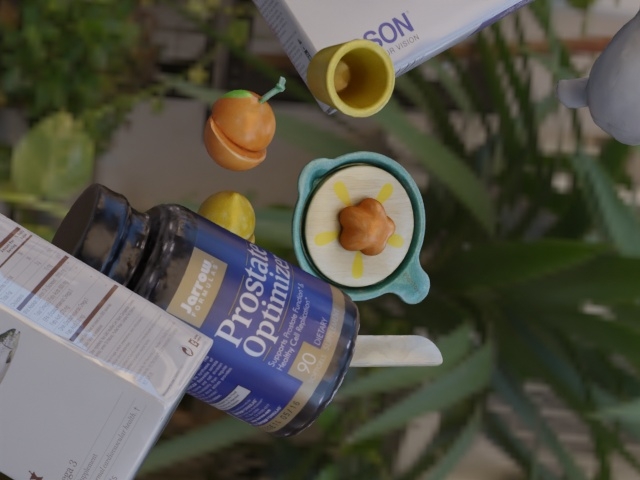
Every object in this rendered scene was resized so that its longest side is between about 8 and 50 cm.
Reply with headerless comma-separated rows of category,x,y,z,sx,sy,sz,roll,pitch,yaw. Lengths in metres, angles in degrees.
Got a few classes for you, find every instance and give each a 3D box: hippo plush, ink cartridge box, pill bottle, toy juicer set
hippo plush,0.345,-0.178,1.673,0.294,0.234,0.237,25,86,-52
ink cartridge box,0.052,-0.344,2.033,0.330,0.324,0.071,58,-25,2
pill bottle,-0.091,0.048,1.429,0.123,0.219,0.123,-51,-158,30
toy juicer set,0.000,0.000,1.731,0.089,0.209,0.329,16,-57,62

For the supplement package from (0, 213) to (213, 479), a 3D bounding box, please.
supplement package,-0.177,0.075,1.204,0.105,0.179,0.105,-60,179,25
